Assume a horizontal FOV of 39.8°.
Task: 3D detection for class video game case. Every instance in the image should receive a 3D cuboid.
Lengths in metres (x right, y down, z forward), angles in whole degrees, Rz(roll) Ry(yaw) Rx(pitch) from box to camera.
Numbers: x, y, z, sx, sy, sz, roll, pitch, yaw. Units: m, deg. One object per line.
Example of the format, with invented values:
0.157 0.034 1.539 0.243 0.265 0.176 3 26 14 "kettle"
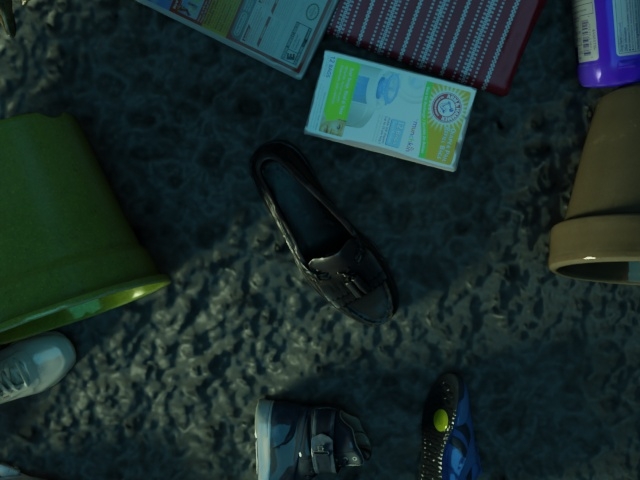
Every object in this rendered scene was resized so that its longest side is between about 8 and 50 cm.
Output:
-0.108 -0.365 1.167 0.285 0.025 0.204 26 103 2 "video game case"

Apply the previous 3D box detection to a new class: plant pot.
0.424 -0.067 1.111 0.262 0.263 0.230 5 81 2 "plant pot"
-0.366 -0.019 1.151 0.276 0.276 0.254 -21 87 6 "plant pot"

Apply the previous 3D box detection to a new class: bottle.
0.362 -0.337 1.114 0.092 0.118 0.283 -7 98 5 "bottle"

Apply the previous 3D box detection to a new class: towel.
0.157 -0.325 1.171 0.274 0.031 0.199 20 102 1 "towel"

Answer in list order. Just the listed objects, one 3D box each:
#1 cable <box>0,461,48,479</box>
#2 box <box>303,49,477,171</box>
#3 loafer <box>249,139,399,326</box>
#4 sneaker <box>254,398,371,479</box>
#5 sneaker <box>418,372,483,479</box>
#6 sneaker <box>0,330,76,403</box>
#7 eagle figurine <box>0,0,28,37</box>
-0.436 0.477 1.307 0.257 0.089 0.257 15 100 0 "cable"
0.092 -0.172 1.163 0.203 0.103 0.114 15 101 0 "box"
0.000 0.000 1.200 0.109 0.095 0.303 -35 96 8 "loafer"
-0.009 0.341 1.264 0.163 0.086 0.226 1 99 6 "sneaker"
0.193 0.292 1.265 0.082 0.069 0.210 4 92 -31 "sneaker"
-0.461 0.201 1.261 0.235 0.095 0.090 -22 96 5 "sneaker"
-0.504 -0.366 1.144 0.298 0.225 0.226 -5 56 33 "eagle figurine"
